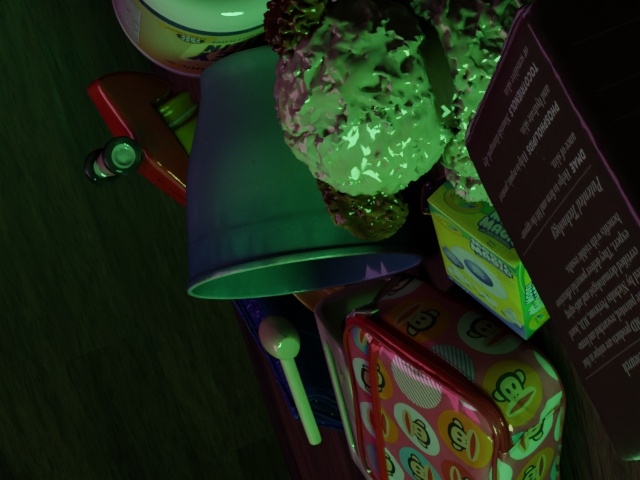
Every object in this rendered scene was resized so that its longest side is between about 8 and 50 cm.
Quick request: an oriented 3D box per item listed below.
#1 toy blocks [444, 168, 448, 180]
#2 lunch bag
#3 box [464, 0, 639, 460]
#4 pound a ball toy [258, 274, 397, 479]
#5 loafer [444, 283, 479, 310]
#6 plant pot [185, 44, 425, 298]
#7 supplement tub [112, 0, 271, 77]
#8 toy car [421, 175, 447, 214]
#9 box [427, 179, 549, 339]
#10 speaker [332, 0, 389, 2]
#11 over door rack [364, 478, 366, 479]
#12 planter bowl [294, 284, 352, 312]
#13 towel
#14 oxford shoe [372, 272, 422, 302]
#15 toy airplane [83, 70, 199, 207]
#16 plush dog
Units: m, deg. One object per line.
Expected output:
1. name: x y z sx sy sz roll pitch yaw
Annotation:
1. toy blocks: 0.130 -0.099 1.089 0.148 0.054 0.123 174 74 -79
2. lunch bag: 0.126 0.182 1.303 0.258 0.120 0.293 33 147 36
3. box: 0.198 -0.024 0.613 0.167 0.169 0.203 101 145 -71
4. pound a ball toy: 0.040 0.182 1.645 0.135 0.208 0.319 -127 18 -53
5. loafer: 0.168 0.120 1.345 0.061 0.062 0.170 24 143 42
6. plant pot: -0.032 -0.081 1.422 0.271 0.272 0.255 127 136 -77
7. supplement tub: -0.131 -0.320 1.448 0.316 0.228 0.228 147 101 -79
8. toy car: 0.125 -0.073 1.256 0.041 0.060 0.122 24 -140 -35
9. box: 0.151 0.011 1.084 0.105 0.043 0.179 40 166 28
10. speaker: 0.038 -0.245 1.241 0.055 0.055 0.136 150 98 -79
11. over door rack: 0.145 0.594 2.188 0.239 0.108 0.324 -170 59 -76
12. planter bowl: 0.000 0.000 1.737 0.217 0.090 0.217 44 154 27
13. towel: -0.031 0.183 2.069 0.228 0.076 0.308 27 -153 -49
14. oxford shoe: 0.132 0.141 1.471 0.227 0.083 0.096 60 156 17
15. toy airplane: -0.145 -0.118 1.946 0.386 0.272 0.384 22 160 26
16. plush dog: 0.077 -0.113 0.868 0.210 0.225 0.262 -141 31 -68
